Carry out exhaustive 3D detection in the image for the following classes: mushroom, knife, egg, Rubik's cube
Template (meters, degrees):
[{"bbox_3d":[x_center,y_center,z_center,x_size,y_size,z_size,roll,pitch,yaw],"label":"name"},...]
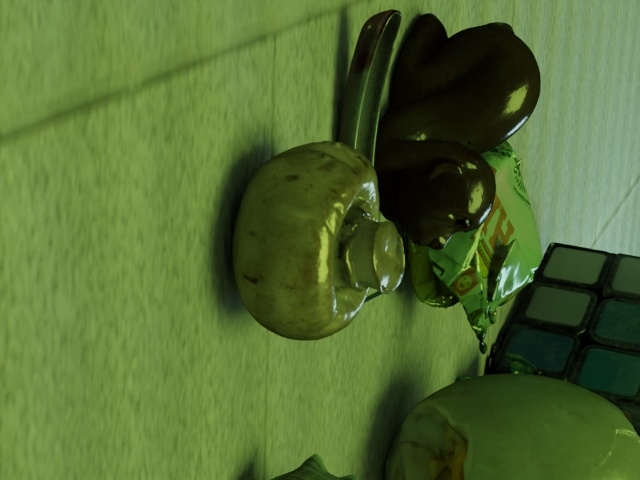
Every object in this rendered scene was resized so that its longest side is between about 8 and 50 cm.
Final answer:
[{"bbox_3d":[0.000,0.000,1.151,0.166,0.127,0.166,2,90,-71],"label":"mushroom"},{"bbox_3d":[0.037,-0.077,1.323,0.123,0.053,0.278,-27,123,-60],"label":"knife"},{"bbox_3d":[0.254,0.297,1.633,0.278,0.336,0.278,-169,-90,-67],"label":"egg"},{"bbox_3d":[0.472,0.257,2.199,0.362,0.358,0.363,-60,150,-49],"label":"Rubik's cube"}]

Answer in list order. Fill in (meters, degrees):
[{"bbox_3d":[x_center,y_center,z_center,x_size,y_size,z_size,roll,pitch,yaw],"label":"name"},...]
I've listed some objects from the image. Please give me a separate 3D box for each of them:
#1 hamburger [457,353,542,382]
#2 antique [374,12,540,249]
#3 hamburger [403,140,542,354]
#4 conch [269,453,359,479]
[{"bbox_3d":[0.228,0.295,1.906,0.276,0.150,0.260,-74,-177,-65],"label":"hamburger"},{"bbox_3d":[0.139,-0.112,1.461,0.121,0.143,0.257,71,36,-56],"label":"antique"},{"bbox_3d":[0.166,0.009,1.612,0.214,0.125,0.235,-37,129,-54],"label":"hamburger"},{"bbox_3d":[-0.031,0.266,1.232,0.234,0.114,0.137,-17,109,-29],"label":"conch"}]
